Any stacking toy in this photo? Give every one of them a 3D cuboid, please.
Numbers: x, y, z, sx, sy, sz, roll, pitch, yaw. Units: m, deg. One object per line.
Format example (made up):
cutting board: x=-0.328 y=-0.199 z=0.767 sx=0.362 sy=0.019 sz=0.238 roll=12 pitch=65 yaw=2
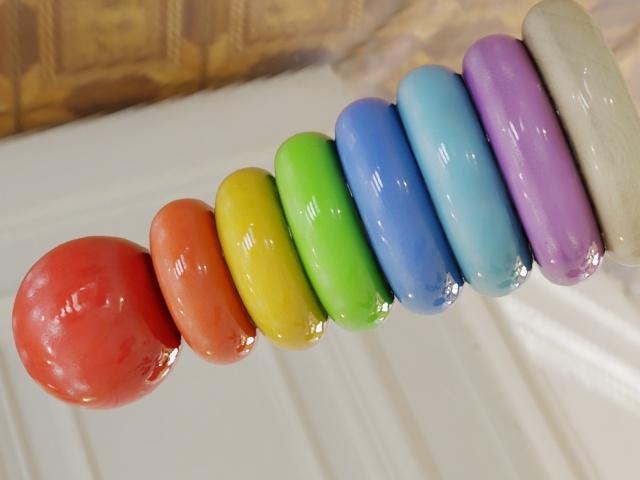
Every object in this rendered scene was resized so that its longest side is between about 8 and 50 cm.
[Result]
stacking toy: x=0.000 y=0.000 z=0.902 sx=0.330 sy=0.141 sz=0.141 roll=-22 pitch=142 yaw=4
